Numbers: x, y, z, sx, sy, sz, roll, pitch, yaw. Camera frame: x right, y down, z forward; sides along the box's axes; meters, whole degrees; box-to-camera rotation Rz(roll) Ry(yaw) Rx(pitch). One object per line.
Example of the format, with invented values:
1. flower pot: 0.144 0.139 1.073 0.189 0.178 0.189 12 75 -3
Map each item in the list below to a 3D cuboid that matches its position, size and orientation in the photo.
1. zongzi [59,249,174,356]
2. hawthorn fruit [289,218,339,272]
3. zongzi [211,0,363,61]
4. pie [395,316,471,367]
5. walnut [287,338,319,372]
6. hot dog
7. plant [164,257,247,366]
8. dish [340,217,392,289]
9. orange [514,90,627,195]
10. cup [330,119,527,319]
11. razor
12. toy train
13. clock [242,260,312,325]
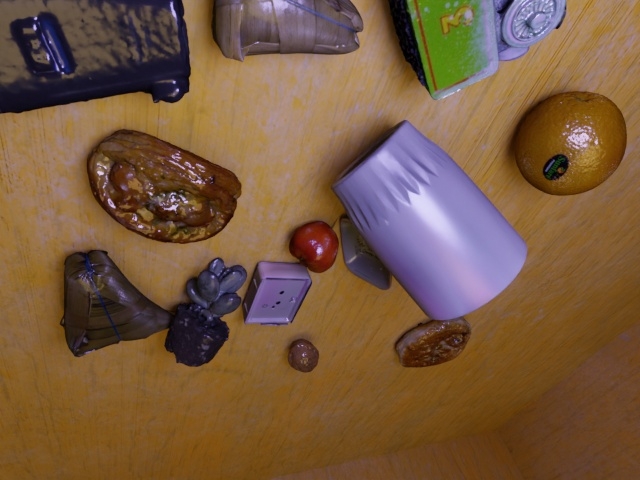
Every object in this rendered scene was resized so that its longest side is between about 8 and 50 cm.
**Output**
1. zongzi: -0.432 0.129 0.955 0.288 0.123 0.260 -5 131 -39
2. hawthorn fruit: -0.006 0.013 0.992 0.140 0.125 0.125 -19 137 -1
3. zongzi: -0.043 -0.398 0.584 0.227 0.115 0.256 -9 126 -19
4. pie: 0.449 0.398 1.594 0.314 0.093 0.315 -10 135 -11
5. walnut: -0.057 0.381 1.356 0.105 0.105 0.125 -20 123 -3
6. hot dog: -0.285 -0.096 0.768 0.272 0.122 0.196 24 121 -40
7. plant: -0.282 0.174 1.032 0.275 0.149 0.146 -63 170 16
8. dish: 0.136 0.032 1.077 0.064 0.153 0.234 -45 146 -29
9. orange: 0.559 -0.214 0.926 0.236 0.236 0.237 -12 137 -11
10. cup: 0.212 -0.038 0.845 0.253 0.253 0.371 -40 99 19
11. razor: -0.350 -0.276 0.567 0.326 0.107 0.189 -10 136 -14
12. toy train: 0.232 -0.403 0.644 0.248 0.174 0.307 -21 139 13
13. clock: -0.124 0.147 1.114 0.146 0.071 0.192 4 132 -26
